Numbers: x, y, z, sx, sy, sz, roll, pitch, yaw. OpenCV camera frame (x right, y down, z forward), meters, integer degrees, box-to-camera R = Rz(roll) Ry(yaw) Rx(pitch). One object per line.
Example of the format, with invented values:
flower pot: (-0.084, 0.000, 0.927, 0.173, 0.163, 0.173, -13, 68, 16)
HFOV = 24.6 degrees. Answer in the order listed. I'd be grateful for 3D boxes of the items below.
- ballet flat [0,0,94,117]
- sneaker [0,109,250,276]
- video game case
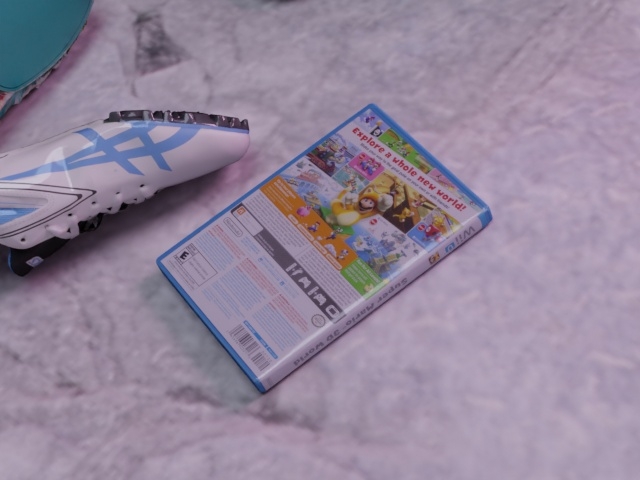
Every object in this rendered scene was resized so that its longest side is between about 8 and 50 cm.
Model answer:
ballet flat: (-0.248, -0.105, 0.984, 0.077, 0.091, 0.241, 2, 48, 50)
sneaker: (-0.156, -0.029, 0.904, 0.237, 0.085, 0.086, -14, 91, -1)
video game case: (0.000, 0.000, 0.858, 0.166, 0.015, 0.119, -37, 51, -9)
